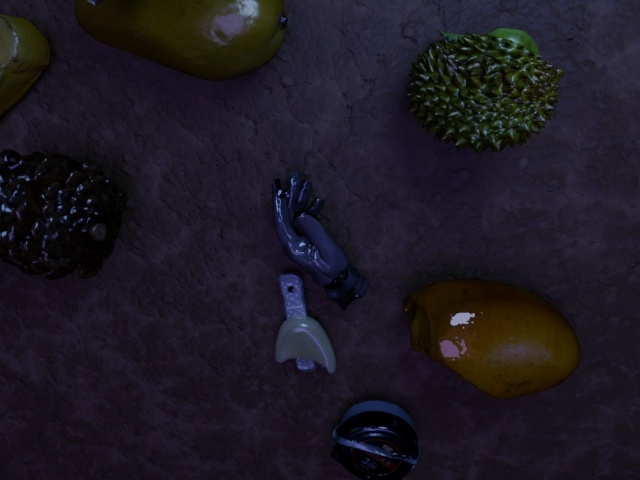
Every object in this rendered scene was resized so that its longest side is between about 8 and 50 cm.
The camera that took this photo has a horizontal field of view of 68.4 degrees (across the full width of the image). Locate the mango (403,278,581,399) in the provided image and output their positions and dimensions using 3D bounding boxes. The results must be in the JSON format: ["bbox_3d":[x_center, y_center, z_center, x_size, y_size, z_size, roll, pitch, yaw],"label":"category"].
[{"bbox_3d":[0.327,0.184,0.866,0.350,0.201,0.199,11,141,-8],"label":"mango"}]

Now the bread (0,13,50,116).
[{"bbox_3d":[-0.572,-0.282,0.806,0.246,0.094,0.102,-38,95,16],"label":"bread"}]

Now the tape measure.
[{"bbox_3d":[0.123,0.436,1.020,0.182,0.107,0.181,38,112,-10],"label":"tape measure"}]

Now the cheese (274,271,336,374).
[{"bbox_3d":[-0.041,0.171,0.959,0.127,0.049,0.234,-4,112,7],"label":"cheese"}]

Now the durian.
[{"bbox_3d":[0.228,-0.222,0.692,0.200,0.236,0.176,20,118,-20],"label":"durian"}]

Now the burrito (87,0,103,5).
[{"bbox_3d":[-0.248,-0.440,0.641,0.096,0.309,0.066,5,155,11],"label":"burrito"}]

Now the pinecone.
[{"bbox_3d":[-0.474,-0.047,0.825,0.273,0.224,0.224,12,113,21],"label":"pinecone"}]

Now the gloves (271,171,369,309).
[{"bbox_3d":[-0.005,0.010,0.855,0.119,0.142,0.285,-32,107,-14],"label":"gloves"}]

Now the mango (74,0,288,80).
[{"bbox_3d":[-0.207,-0.361,0.716,0.332,0.142,0.195,21,98,6],"label":"mango"}]
